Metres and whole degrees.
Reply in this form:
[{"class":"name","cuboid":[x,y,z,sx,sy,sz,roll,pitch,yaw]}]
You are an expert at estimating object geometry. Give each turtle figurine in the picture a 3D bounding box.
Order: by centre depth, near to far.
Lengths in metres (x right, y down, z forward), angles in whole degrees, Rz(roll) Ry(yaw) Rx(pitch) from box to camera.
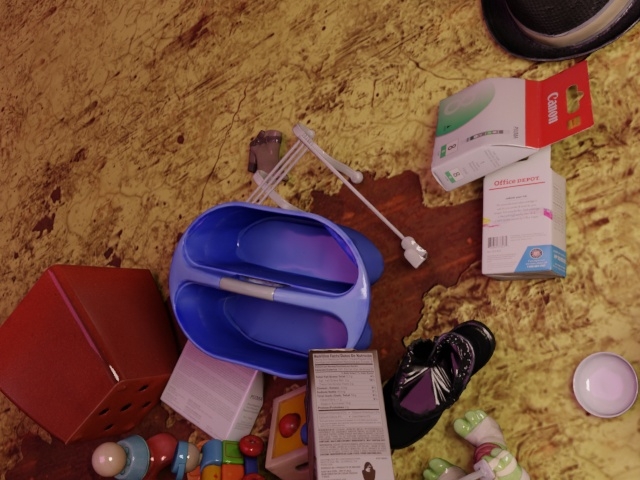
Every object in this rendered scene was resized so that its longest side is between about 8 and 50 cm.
[{"class":"turtle figurine","cuboid":[0.172,0.324,0.991,0.274,0.266,0.198,-5,109,-2]}]

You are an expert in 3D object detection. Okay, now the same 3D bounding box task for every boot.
[{"class":"boot","cuboid":[0.131,0.208,1.097,0.094,0.207,0.246,47,107,16]},{"class":"boot","cuboid":[-0.089,-0.160,1.480,0.118,0.042,0.087,19,88,39]}]

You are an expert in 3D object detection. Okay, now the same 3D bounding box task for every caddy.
[{"class":"caddy","cuboid":[-0.069,0.071,1.211,0.341,0.179,0.242,10,93,26]}]

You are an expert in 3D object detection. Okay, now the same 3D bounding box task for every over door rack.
[{"class":"over door rack","cuboid":[0.000,0.000,1.339,0.239,0.108,0.324,-48,69,18]}]

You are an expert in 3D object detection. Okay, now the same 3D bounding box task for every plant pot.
[{"class":"plant pot","cuboid":[-0.421,0.224,1.505,0.267,0.267,0.236,-48,66,18]}]

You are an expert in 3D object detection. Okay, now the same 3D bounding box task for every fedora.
[{"class":"fedora","cuboid":[0.341,-0.434,1.152,0.333,0.152,0.334,-11,72,35]}]

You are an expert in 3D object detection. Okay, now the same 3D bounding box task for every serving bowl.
[{"class":"serving bowl","cuboid":[0.372,0.187,1.040,0.083,0.027,0.084,-12,70,35]}]

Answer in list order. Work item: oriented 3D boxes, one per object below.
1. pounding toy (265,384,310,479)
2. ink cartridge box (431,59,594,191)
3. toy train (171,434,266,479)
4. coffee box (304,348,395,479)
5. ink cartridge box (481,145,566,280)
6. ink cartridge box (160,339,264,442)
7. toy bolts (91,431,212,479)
[{"class":"pounding toy","cuboid":[-0.032,0.329,1.217,0.181,0.094,0.206,-28,35,29]},{"class":"ink cartridge box","cuboid":[0.269,-0.181,1.151,0.224,0.056,0.181,-26,31,32]},{"class":"toy train","cuboid":[-0.161,0.408,1.250,0.248,0.143,0.105,-103,25,-61]},{"class":"coffee box","cuboid":[0.035,0.280,1.048,0.247,0.098,0.141,-95,7,-46]},{"class":"ink cartridge box","cuboid":[0.289,-0.038,1.142,0.104,0.061,0.182,-6,75,37]},{"class":"ink cartridge box","cuboid":[-0.168,0.224,1.434,0.189,0.066,0.232,23,84,39]},{"class":"toy bolts","cuboid":[-0.288,0.412,1.400,0.228,0.158,0.218,40,103,37]}]
